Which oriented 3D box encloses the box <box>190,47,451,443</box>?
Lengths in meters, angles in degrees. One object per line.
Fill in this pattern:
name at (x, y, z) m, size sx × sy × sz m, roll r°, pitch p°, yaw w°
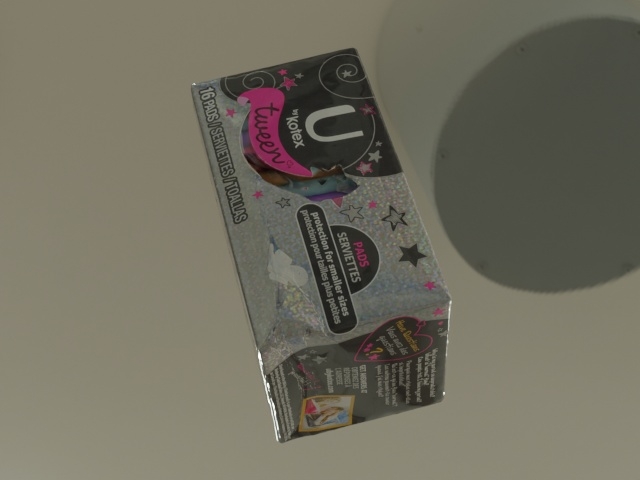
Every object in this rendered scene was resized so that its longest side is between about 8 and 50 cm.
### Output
box at (0.000, 0.000, 0.809) m, size 0.142 × 0.247 × 0.163 m, roll -14°, pitch -34°, yaw -6°
